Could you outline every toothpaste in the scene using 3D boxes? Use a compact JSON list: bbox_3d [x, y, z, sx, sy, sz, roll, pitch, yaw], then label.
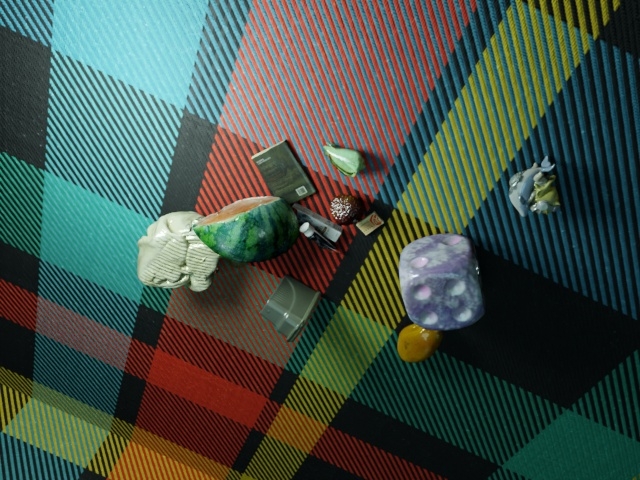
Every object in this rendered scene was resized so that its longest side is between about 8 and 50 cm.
[{"bbox_3d":[0.000,0.000,1.895,0.071,0.045,0.193,7,153,49],"label":"toothpaste"}]

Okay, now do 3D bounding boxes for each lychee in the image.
[{"bbox_3d":[0.096,-0.115,1.796,0.129,0.123,0.123,45,121,-4],"label":"lychee"}]

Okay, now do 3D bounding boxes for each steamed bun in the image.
[{"bbox_3d":[-0.548,0.029,1.975,0.394,0.237,0.346,-22,128,3],"label":"steamed bun"}]

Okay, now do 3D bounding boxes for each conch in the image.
[{"bbox_3d":[0.081,-0.282,1.725,0.170,0.079,0.105,26,119,16],"label":"conch"}]

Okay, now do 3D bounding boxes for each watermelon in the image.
[{"bbox_3d":[-0.257,-0.065,1.805,0.319,0.292,0.222,43,144,4],"label":"watermelon"}]

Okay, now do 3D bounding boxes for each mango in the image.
[{"bbox_3d":[0.412,0.427,2.045,0.154,0.126,0.252,37,124,4],"label":"mango"}]

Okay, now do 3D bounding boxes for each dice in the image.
[{"bbox_3d":[0.446,0.148,1.775,0.271,0.270,0.270,-10,118,19],"label":"dice"}]

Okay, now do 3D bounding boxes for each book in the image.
[{"bbox_3d":[-0.138,-0.248,1.826,0.160,0.024,0.228,-22,113,24],"label":"book"}]

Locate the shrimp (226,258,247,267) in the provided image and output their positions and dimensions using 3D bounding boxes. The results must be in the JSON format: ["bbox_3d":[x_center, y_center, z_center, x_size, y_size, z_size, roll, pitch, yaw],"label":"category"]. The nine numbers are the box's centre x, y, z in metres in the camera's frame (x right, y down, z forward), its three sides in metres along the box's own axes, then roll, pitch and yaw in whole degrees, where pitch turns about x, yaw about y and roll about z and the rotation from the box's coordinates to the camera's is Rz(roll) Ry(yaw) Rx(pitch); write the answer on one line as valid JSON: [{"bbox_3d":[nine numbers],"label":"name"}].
[{"bbox_3d":[-0.337,0.056,2.059,0.091,0.043,0.184,26,130,-11],"label":"shrimp"}]

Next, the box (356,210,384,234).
[{"bbox_3d":[0.190,-0.066,1.861,0.093,0.015,0.058,-36,105,30],"label":"box"}]

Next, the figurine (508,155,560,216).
[{"bbox_3d":[0.715,-0.170,1.601,0.184,0.128,0.208,21,119,-1],"label":"figurine"}]

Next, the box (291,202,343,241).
[{"bbox_3d":[-0.019,-0.071,1.896,0.218,0.039,0.055,28,126,-3],"label":"box"}]

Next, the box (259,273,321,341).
[{"bbox_3d":[-0.128,0.273,2.006,0.178,0.274,0.138,33,122,0],"label":"box"}]
